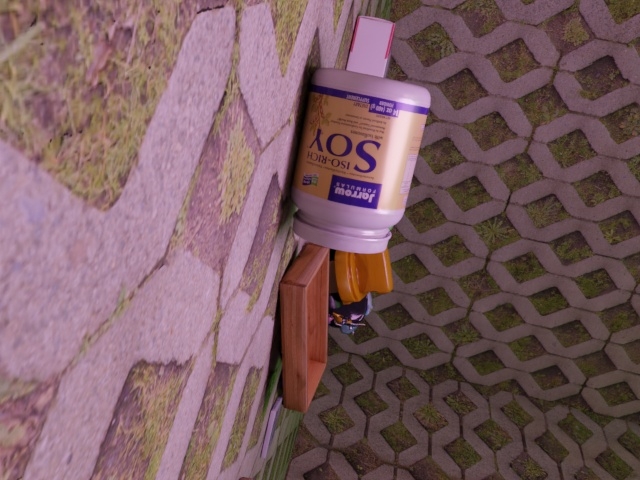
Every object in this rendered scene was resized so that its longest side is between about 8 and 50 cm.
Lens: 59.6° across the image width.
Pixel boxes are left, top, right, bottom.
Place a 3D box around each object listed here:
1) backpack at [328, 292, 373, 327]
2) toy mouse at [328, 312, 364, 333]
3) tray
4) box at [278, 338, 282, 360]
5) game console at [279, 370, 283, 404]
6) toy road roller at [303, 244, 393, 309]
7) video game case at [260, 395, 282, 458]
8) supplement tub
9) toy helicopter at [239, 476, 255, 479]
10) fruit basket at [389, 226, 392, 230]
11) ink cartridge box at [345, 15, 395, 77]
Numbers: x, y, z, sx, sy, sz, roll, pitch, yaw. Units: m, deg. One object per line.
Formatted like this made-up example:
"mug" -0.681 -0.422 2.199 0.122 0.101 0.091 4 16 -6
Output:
"backpack" 0.071 0.189 2.044 0.355 0.274 0.289 124 -53 -66
"toy mouse" 0.048 0.241 1.627 0.143 0.161 0.031 -31 142 -84
"tray" -0.040 0.233 1.483 0.202 0.076 0.410 -59 153 -56
"box" -0.076 0.272 1.688 0.220 0.051 0.175 90 14 -68
"game console" -0.096 0.407 1.956 0.250 0.174 0.292 48 48 -45
"toy road roller" 0.105 0.091 1.685 0.329 0.241 0.202 -16 99 -73
"video game case" -0.157 0.604 1.814 0.143 0.019 0.157 -27 129 -84
"supplement tub" 0.071 -0.162 1.130 0.241 0.241 0.330 -59 161 -74
"toy helicopter" -0.200 0.768 1.368 0.235 0.140 0.354 8 84 -76
"fruit basket" 0.124 -0.146 1.833 0.392 0.283 0.391 1 90 -71
"ink cartridge box" 0.155 -0.554 1.769 0.283 0.117 0.207 -24 126 -84
